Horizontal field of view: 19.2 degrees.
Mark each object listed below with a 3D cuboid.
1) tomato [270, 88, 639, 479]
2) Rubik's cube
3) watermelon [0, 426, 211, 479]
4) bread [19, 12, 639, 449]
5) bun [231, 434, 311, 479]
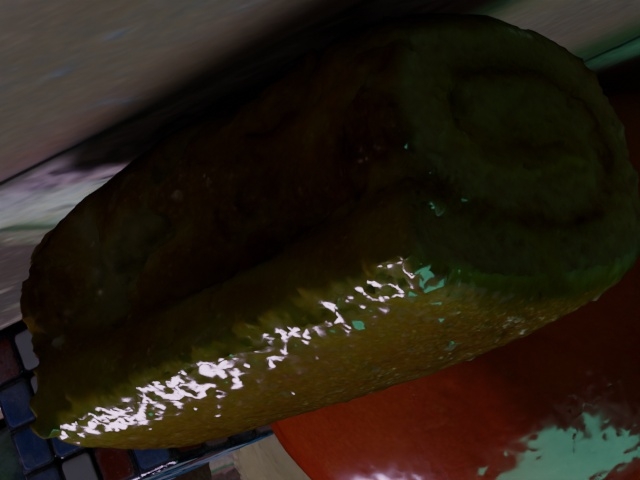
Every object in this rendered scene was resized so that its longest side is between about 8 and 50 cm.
[{"bbox_3d":[0.100,0.039,0.879,0.259,0.180,0.260,-28,176,-2],"label":"tomato"},{"bbox_3d":[-0.092,0.073,0.925,0.092,0.092,0.092,-25,171,30],"label":"Rubik's cube"},{"bbox_3d":[-0.215,0.192,1.447,0.250,0.293,0.283,20,131,-12],"label":"watermelon"},{"bbox_3d":[0.000,0.000,0.595,0.172,0.103,0.132,-27,165,39],"label":"bread"},{"bbox_3d":[0.051,0.086,1.206,0.259,0.152,0.259,-33,173,-4],"label":"bun"}]
